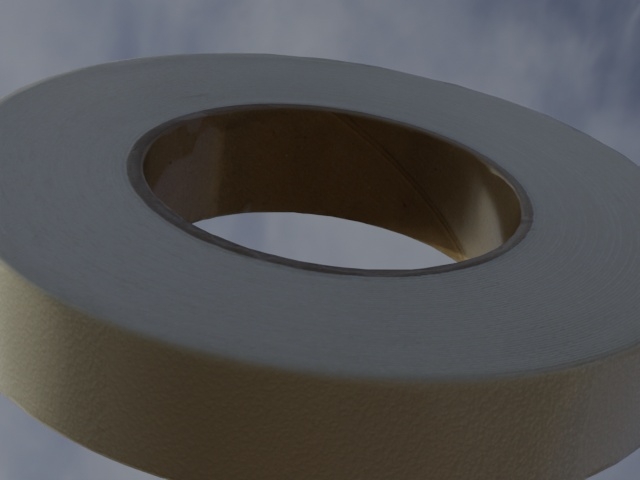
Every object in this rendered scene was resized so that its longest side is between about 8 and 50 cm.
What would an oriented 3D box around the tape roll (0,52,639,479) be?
[{"bbox_3d":[0.000,0.000,0.824,0.392,0.392,0.072,16,-63,13],"label":"tape roll"}]
